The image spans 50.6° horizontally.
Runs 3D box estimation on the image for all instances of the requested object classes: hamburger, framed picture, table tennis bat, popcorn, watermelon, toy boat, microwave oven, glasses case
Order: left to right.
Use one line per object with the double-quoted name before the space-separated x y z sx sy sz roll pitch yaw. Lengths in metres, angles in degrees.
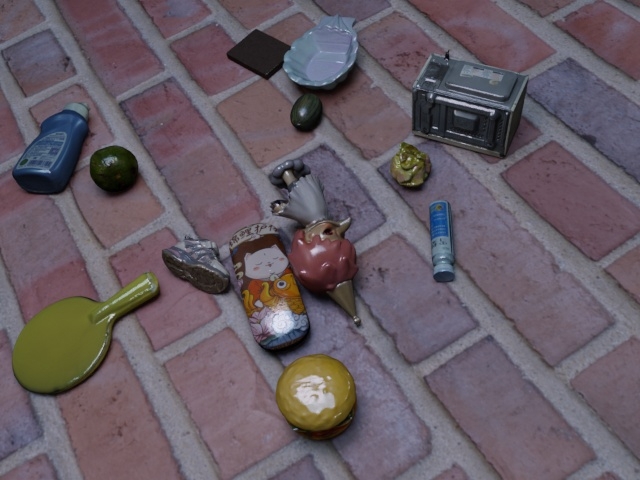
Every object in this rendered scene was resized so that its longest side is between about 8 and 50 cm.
"table tennis bat" -0.520 0.191 1.511 0.369 0.054 0.224 -36 56 -9
"framed picture" -0.171 -0.541 1.962 0.168 0.023 0.128 34 68 28
"glasses case" -0.116 0.095 1.480 0.122 0.082 0.321 -20 55 -1
"watermelon" -0.038 -0.333 1.764 0.078 0.078 0.110 16 61 20
"hamburger" -0.006 0.299 1.301 0.162 0.115 0.162 -3 55 5
"toy boat" 0.014 -0.499 1.854 0.200 0.100 0.290 12 60 17
"popcorn" 0.212 -0.176 1.609 0.097 0.089 0.109 1 59 24
"microwave oven" 0.352 -0.325 1.621 0.241 0.194 0.145 19 63 19

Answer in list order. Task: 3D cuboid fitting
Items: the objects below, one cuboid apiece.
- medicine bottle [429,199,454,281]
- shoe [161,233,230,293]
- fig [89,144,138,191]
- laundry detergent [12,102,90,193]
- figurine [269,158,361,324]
"medicine bottle" 0.268 -0.002 1.497 0.051 0.051 0.191 -2 55 9
"shoe" -0.270 0.049 1.545 0.180 0.089 0.092 23 51 21
"fig" -0.536 -0.196 1.739 0.123 0.123 0.156 -30 44 -10
"laundry detergent" -0.708 -0.260 1.831 0.144 0.094 0.289 1 53 18
"figurine" 0.000 0.000 1.465 0.166 0.207 0.386 -31 64 12
